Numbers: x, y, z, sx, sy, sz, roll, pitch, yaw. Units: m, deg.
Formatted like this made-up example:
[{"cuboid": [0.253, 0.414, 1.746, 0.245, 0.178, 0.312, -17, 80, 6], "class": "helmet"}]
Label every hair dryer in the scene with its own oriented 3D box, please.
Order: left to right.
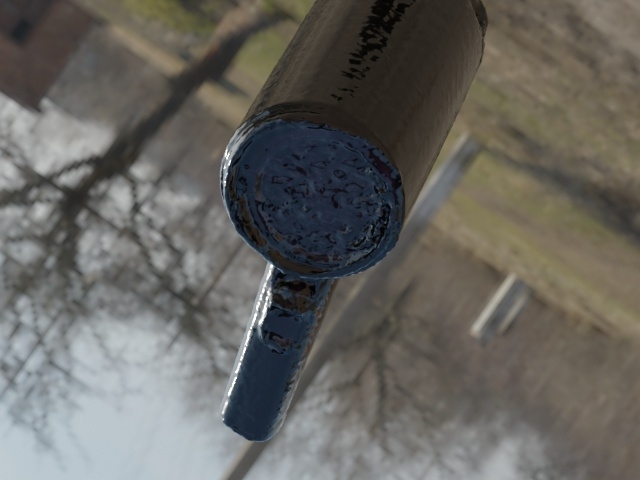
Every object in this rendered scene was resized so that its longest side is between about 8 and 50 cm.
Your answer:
[{"cuboid": [0.000, 0.000, 0.831, 0.089, 0.251, 0.197, 20, -147, 3], "class": "hair dryer"}]
